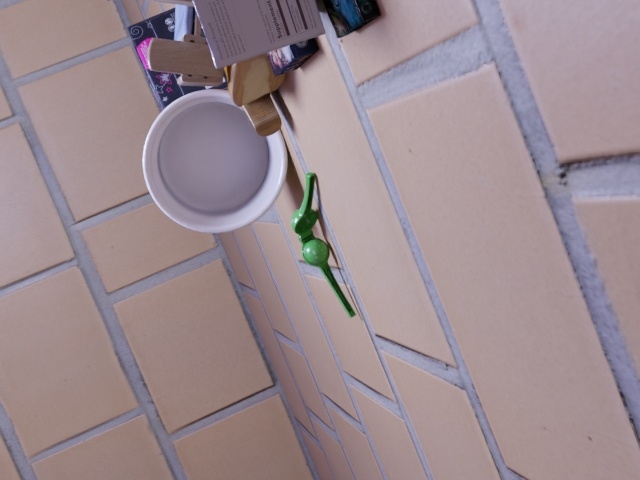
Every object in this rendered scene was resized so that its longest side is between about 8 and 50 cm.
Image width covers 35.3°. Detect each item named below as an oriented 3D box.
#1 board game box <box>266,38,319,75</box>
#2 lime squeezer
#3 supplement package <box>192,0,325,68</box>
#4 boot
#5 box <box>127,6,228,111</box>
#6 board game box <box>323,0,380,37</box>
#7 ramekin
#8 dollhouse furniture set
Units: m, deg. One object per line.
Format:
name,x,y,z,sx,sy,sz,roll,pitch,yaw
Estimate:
board game box,-0.082,-0.377,1.505,0.165,0.042,0.243,179,68,-79
lime squeezer,0.000,0.000,1.910,0.110,0.059,0.310,8,125,42
supplement package,-0.108,-0.376,1.260,0.204,0.145,0.262,-105,-3,-69
boot,-0.144,-0.327,1.749,0.295,0.104,0.211,83,161,-68
box,-0.305,-0.379,2.260,0.142,0.163,0.247,86,158,-70
board game box,0.010,-0.338,1.185,0.126,0.026,0.186,-172,59,-77
ramekin,-0.209,-0.161,1.984,0.135,0.277,0.277,-125,14,-77
dollhouse furniture set,-0.286,-0.401,1.750,0.303,0.198,0.286,-178,92,-73
